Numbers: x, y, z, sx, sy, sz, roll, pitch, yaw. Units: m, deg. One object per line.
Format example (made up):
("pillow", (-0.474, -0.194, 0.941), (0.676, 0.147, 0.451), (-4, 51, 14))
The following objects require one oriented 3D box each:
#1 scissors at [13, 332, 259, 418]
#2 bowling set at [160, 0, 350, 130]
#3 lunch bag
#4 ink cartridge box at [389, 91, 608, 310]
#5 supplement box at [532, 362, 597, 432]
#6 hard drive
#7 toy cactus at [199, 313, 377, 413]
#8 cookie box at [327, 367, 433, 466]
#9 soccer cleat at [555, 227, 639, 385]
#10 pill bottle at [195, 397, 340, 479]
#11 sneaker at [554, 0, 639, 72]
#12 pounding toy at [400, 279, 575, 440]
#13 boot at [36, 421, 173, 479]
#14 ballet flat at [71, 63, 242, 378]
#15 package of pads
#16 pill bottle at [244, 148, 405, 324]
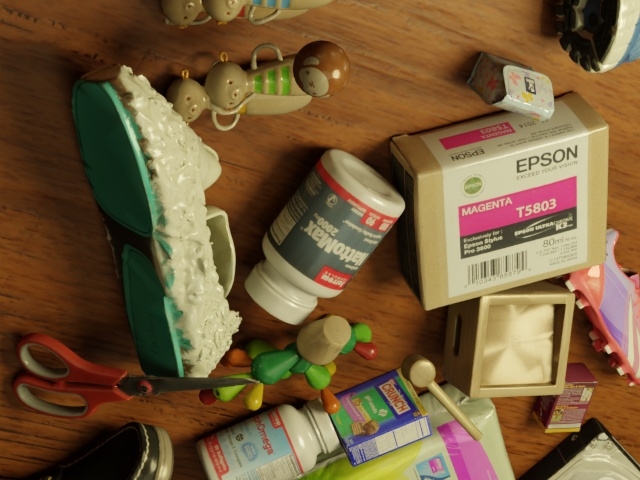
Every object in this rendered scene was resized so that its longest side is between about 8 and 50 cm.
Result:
("scissors", (-0.203, 0.163, 1.583), (0.297, 0.021, 0.109), (8, 122, 15))
("bowling set", (-0.066, -0.207, 1.391), (0.154, 0.200, 0.287), (-8, 120, -12))
("lunch bag", (0.211, -0.165, 1.586), (0.071, 0.083, 0.053), (14, 116, -27))
("ink cartridge box", (0.206, -0.043, 1.661), (0.234, 0.088, 0.193), (-15, 126, -10))
("supplement box", (0.316, 0.204, 1.889), (0.055, 0.043, 0.083), (2, 121, -21))
("hard drive", (0.322, 0.433, 1.981), (0.339, 0.064, 0.237), (-41, 105, 9))
("toy cactus", (-0.018, 0.137, 1.655), (0.219, 0.112, 0.180), (-8, 164, -27))
("cookie box", (0.070, 0.214, 1.774), (0.107, 0.092, 0.040), (-21, 130, -7))
("soccer cleat", (0.373, 0.088, 1.817), (0.095, 0.083, 0.248), (-37, 124, 0))
("pill bottle", (-0.062, 0.250, 1.750), (0.160, 0.087, 0.087), (-24, 127, -5))
("sneaker", (0.350, -0.338, 1.520), (0.147, 0.130, 0.330), (-12, 129, -31))
("pounding toy", (0.184, 0.140, 1.749), (0.206, 0.094, 0.181), (0, 103, -21))
("boot", (-0.377, 0.301, 1.640), (0.377, 0.138, 0.284), (-41, 126, 15))
("ballet flat", (-0.161, -0.026, 1.529), (0.147, 0.147, 0.409), (-15, 128, -11))
("package of pads", (0.102, 0.330, 1.856), (0.296, 0.101, 0.229), (-23, 125, -4))
("pill bottle", (0.000, 0.000, 1.599), (0.108, 0.108, 0.180), (26, 110, -32))
